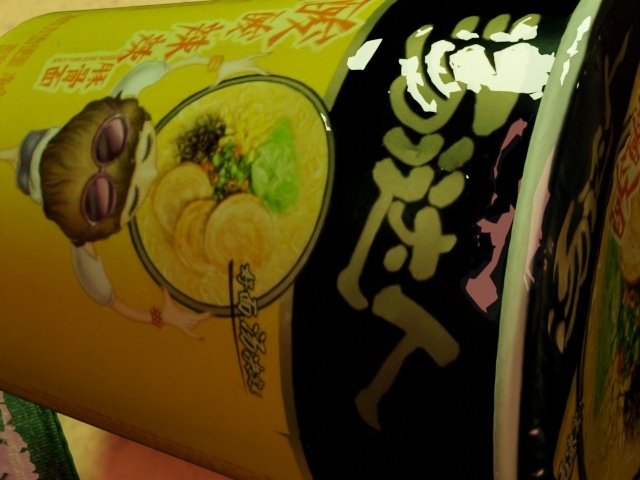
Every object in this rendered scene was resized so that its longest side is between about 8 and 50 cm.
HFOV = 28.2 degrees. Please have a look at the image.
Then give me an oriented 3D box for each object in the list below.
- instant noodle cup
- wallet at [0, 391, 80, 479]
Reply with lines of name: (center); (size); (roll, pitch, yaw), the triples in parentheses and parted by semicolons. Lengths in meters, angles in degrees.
instant noodle cup: (0.000, 0.000, 0.441); (0.236, 0.215, 0.215); (9, 70, 27)
wallet: (-0.207, 0.136, 0.506); (0.236, 0.055, 0.160); (-25, 71, 1)
